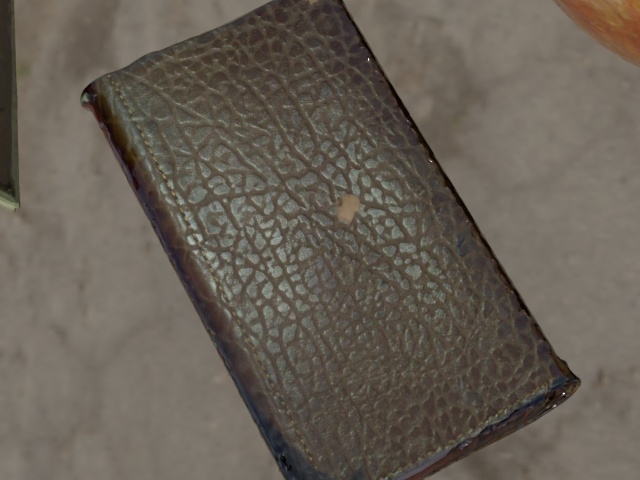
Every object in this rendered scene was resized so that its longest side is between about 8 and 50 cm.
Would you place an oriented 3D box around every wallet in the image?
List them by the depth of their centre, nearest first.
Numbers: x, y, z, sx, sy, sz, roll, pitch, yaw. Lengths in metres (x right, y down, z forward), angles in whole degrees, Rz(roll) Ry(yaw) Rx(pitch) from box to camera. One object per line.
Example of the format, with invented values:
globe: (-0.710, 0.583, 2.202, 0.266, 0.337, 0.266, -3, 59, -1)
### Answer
wallet: (0.000, 0.000, 0.879, 0.133, 0.039, 0.243, -29, 66, -2)

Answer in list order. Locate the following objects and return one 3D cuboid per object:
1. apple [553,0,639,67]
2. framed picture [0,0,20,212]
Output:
apple: (0.251, -0.205, 1.040, 0.309, 0.250, 0.277, 25, 61, 33)
framed picture: (-0.236, -0.118, 0.909, 0.010, 0.231, 0.173, -40, 39, 30)
